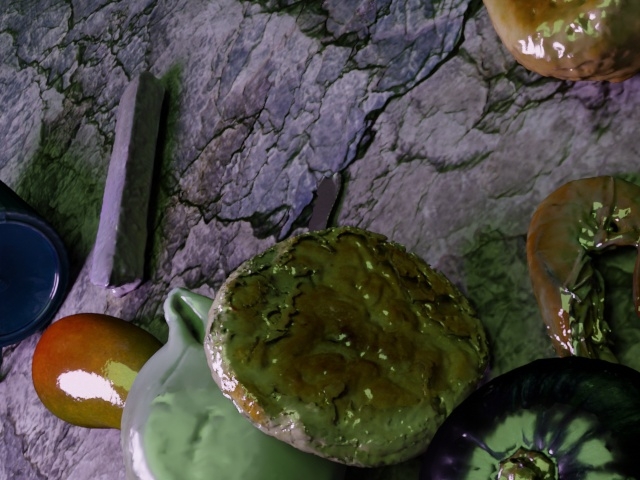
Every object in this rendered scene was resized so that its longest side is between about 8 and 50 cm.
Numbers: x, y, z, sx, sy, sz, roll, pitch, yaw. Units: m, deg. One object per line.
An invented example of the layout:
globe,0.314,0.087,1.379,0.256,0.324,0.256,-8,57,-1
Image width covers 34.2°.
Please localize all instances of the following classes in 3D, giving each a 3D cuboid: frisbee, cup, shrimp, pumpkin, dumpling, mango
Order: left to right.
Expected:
cup,-0.565,0.041,1.619,0.292,0.242,0.307,27,82,48
mango,-0.266,0.170,1.318,0.289,0.129,0.146,5,67,38
dumpling,-0.108,0.208,1.061,0.270,0.212,0.320,-26,38,36
frisbee,0.000,0.000,1.241,0.211,0.012,0.187,-7,60,44
pumpkin,0.187,0.200,0.797,0.233,0.163,0.233,-23,52,33
shrimp,0.256,0.035,0.937,0.133,0.053,0.236,-13,50,16

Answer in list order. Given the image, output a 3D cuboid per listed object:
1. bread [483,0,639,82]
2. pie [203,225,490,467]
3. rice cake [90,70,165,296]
bread,0.282,-0.266,1.034,0.244,0.134,0.244,-22,53,33
pie,0.026,0.096,0.996,0.274,0.055,0.274,2,49,-3
rice cake,-0.283,-0.087,1.550,0.070,0.064,0.399,-32,44,41
